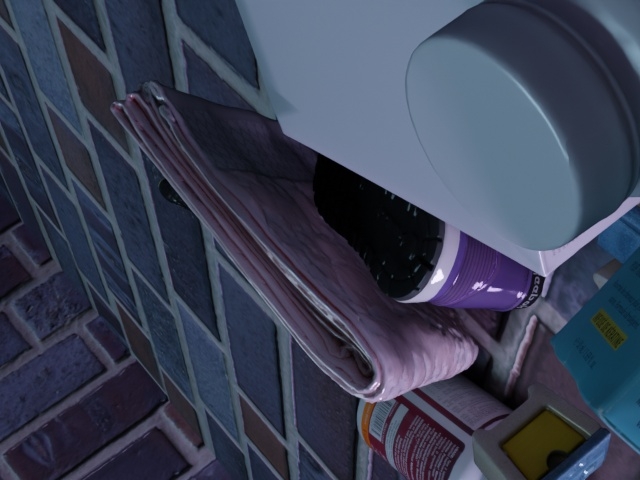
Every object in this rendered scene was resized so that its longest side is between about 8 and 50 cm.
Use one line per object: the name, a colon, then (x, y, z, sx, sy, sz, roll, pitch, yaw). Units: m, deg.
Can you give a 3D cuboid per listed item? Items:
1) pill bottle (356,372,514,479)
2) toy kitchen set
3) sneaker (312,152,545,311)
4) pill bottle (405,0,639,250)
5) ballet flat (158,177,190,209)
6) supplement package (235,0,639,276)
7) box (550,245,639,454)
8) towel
pill bottle: (0.146, 0.209, 1.096, 0.221, 0.121, 0.121, 34, 152, 45)
toy kitchen set: (0.193, 0.090, 0.720, 0.122, 0.166, 0.207, 42, 157, 35)
sneaker: (0.083, -0.028, 0.878, 0.107, 0.124, 0.283, -64, 27, 24)
pill bottle: (0.145, -0.092, 0.470, 0.119, 0.209, 0.119, 47, 159, 24)
ballet flat: (-0.172, -0.065, 1.516, 0.173, 0.058, 0.049, 25, 105, 53)
supplement package: (0.075, -0.138, 0.654, 0.262, 0.145, 0.204, 34, 152, 47)
box: (0.193, -0.021, 0.391, 0.060, 0.244, 0.100, 41, -171, -4)
towel: (0.000, 0.000, 0.965, 0.317, 0.053, 0.332, 50, -166, 15)
